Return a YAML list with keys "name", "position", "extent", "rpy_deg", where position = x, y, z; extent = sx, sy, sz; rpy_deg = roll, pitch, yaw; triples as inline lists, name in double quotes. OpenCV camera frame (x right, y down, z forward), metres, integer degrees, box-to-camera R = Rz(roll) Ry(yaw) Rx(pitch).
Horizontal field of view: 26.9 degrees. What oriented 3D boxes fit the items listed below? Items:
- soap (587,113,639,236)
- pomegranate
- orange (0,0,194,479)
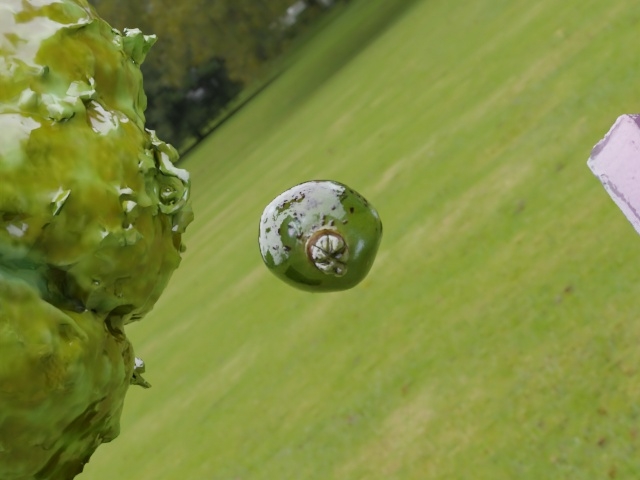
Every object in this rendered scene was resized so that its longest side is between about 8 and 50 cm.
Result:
- name: "soap"
  position: [0.421, -0.053, 1.353]
  extent: [0.259, 0.181, 0.081]
  rpy_deg: [-6, -37, -32]
- name: "pomegranate"
  position: [-0.004, -0.002, 0.777]
  extent: [0.073, 0.073, 0.084]
  rpy_deg: [-36, -10, 19]
- name: "orange"
  position: [-0.211, -0.007, 0.613]
  extent: [0.223, 0.300, 0.301]
  rpy_deg: [80, -151, -80]
